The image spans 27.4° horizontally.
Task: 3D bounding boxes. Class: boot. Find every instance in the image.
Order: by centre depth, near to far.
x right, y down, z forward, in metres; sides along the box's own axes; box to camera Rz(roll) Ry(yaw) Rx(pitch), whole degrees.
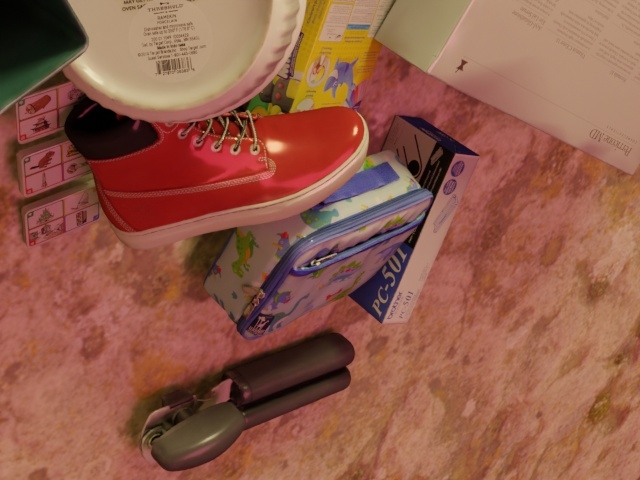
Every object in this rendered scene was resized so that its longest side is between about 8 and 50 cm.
[{"bbox_3d":[-0.083,-0.094,1.115,0.244,0.088,0.176,-18,141,-2],"label":"boot"}]

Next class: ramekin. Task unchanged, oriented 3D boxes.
[{"bbox_3d":[-0.113,-0.183,0.970,0.207,0.109,0.207,0,104,-1],"label":"ramekin"}]

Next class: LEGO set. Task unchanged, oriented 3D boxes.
[{"bbox_3d":[-0.167,-0.109,1.179,0.244,0.060,0.182,-25,146,-27],"label":"LEGO set"}]

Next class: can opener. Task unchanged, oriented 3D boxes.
[{"bbox_3d":[-0.068,0.185,1.436,0.283,0.095,0.076,-18,131,-33],"label":"can opener"}]

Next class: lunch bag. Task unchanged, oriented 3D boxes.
[{"bbox_3d":[0.000,0.000,1.308,0.219,0.090,0.176,-22,156,-44],"label":"lunch bag"}]

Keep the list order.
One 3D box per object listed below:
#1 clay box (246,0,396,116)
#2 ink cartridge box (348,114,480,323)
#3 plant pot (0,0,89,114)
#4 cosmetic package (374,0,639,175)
[{"bbox_3d":[-0.007,-0.149,1.254,0.127,0.053,0.222,-12,129,-57],"label":"clay box"},{"bbox_3d":[0.088,-0.021,1.426,0.046,0.097,0.207,2,117,-44],"label":"ink cartridge box"},{"bbox_3d":[-0.299,-0.179,0.833,0.165,0.234,0.165,-40,139,-15],"label":"plant pot"},{"bbox_3d":[0.266,-0.248,1.321,0.377,0.097,0.284,18,105,-45],"label":"cosmetic package"}]
